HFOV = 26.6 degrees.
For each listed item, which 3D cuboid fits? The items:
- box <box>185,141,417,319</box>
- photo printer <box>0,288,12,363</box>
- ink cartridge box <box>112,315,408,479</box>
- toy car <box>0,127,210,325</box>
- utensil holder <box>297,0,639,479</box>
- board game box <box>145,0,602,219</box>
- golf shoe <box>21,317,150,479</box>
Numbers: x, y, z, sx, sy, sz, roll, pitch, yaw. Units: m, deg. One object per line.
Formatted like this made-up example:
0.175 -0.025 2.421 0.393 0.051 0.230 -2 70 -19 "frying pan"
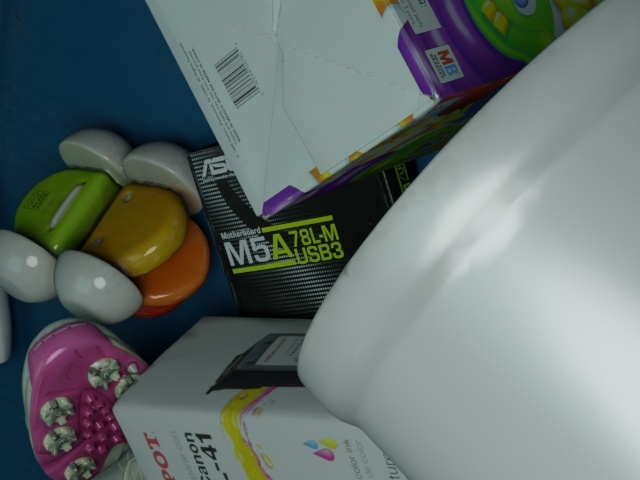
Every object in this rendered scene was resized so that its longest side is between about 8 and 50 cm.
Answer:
0.000 0.000 1.027 0.191 0.045 0.184 -8 104 42 "box"
-0.437 0.022 1.366 0.307 0.107 0.256 -4 103 41 "photo printer"
0.028 0.181 0.987 0.306 0.131 0.226 -3 118 39 "ink cartridge box"
-0.170 0.003 1.126 0.182 0.159 0.136 13 152 35 "toy car"
0.236 0.093 0.676 0.385 0.328 0.327 45 130 16 "utensil holder"
0.065 -0.135 0.763 0.142 0.275 0.144 -32 85 43 "board game box"
-0.190 0.138 1.130 0.140 0.115 0.306 52 167 32 "golf shoe"
